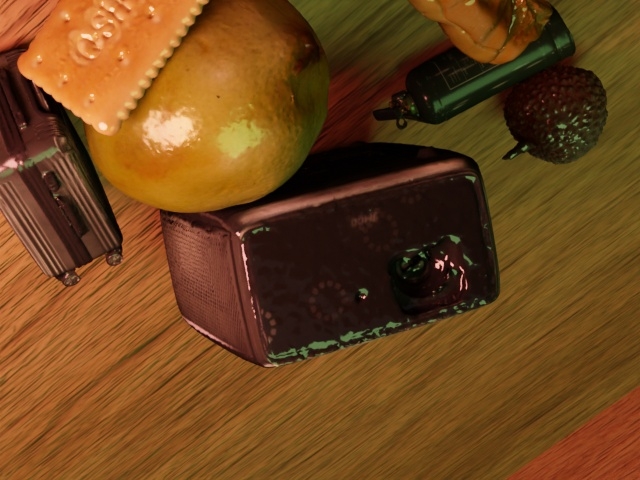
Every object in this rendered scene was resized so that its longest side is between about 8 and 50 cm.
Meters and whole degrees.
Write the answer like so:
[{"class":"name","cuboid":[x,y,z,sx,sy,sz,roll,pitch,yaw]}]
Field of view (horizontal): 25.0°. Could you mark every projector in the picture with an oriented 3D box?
[{"class":"projector","cuboid":[0.000,0.000,2.099,0.395,0.405,0.242,-16,103,-18]}]

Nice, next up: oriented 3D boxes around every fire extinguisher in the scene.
[{"class":"fire extinguisher","cuboid":[0.227,-0.255,2.200,0.311,0.114,0.095,-28,109,-1]}]

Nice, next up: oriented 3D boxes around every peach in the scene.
[{"class":"peach","cuboid":[-0.150,-0.181,1.812,0.315,0.281,0.314,9,130,18]}]

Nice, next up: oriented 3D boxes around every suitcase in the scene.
[{"class":"suitcase","cuboid":[-0.368,-0.091,1.892,0.128,0.202,0.312,-25,148,-5]}]

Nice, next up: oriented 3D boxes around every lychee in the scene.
[{"class":"lychee","cuboid":[0.373,-0.195,2.320,0.197,0.165,0.165,-48,148,-8]}]

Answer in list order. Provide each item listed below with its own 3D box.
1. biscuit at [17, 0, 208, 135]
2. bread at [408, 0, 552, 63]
[{"class":"biscuit","cuboid":[-0.233,-0.261,1.680,0.250,0.160,0.030,-54,165,4]},{"class":"bread","cuboid":[0.190,-0.355,1.958,0.132,0.167,0.294,-40,146,19]}]
